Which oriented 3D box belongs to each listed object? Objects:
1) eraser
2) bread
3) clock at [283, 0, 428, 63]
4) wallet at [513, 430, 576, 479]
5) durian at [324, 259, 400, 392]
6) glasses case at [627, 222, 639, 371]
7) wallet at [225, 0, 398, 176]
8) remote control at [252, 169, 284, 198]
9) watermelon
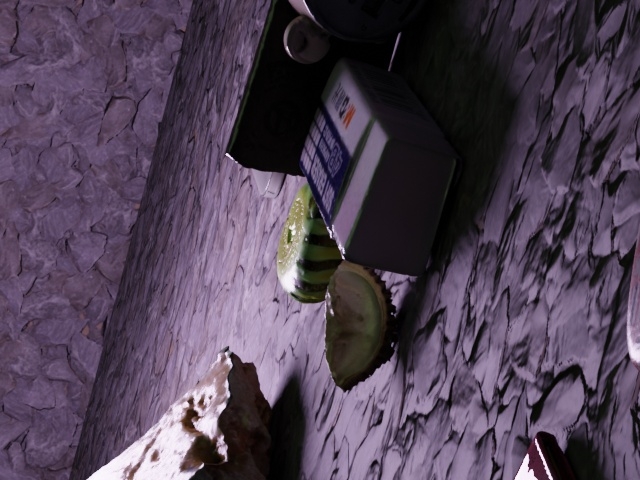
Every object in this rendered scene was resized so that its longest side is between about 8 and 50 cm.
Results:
[{"bbox_3d":[0.052,-0.076,1.680,0.287,0.086,0.130,-114,40,-69],"label":"eraser"},{"bbox_3d":[0.000,0.000,1.855,0.130,0.071,0.139,-100,25,-66],"label":"bread"},{"bbox_3d":[0.041,-0.274,1.756,0.229,0.156,0.063,-56,28,2],"label":"clock"},{"bbox_3d":[0.123,0.252,1.183,0.119,0.025,0.232,-104,31,-64],"label":"wallet"},{"bbox_3d":[0.040,0.076,1.628,0.052,0.066,0.130,154,119,-74],"label":"durian"},{"bbox_3d":[0.217,-0.015,1.001,0.073,0.049,0.194,158,125,-76],"label":"glasses case"},{"bbox_3d":[0.016,-0.219,1.829,0.044,0.170,0.321,33,110,51],"label":"wallet"},{"bbox_3d":[-0.073,-0.123,2.400,0.245,0.022,0.077,-111,34,-68],"label":"remote control"},{"bbox_3d":[-0.146,0.304,1.980,0.302,0.151,0.264,-42,21,8],"label":"watermelon"}]
